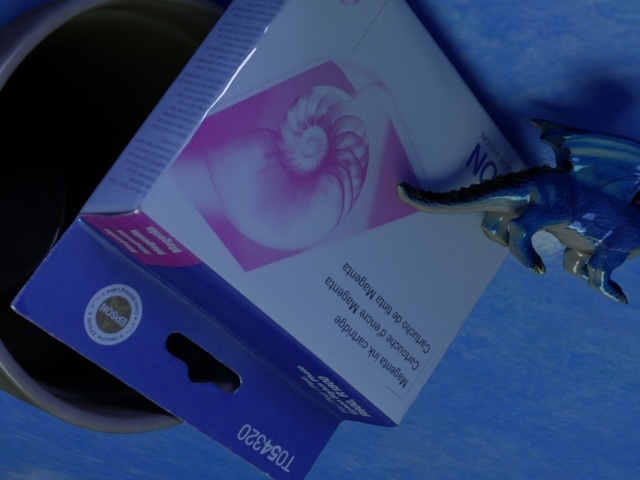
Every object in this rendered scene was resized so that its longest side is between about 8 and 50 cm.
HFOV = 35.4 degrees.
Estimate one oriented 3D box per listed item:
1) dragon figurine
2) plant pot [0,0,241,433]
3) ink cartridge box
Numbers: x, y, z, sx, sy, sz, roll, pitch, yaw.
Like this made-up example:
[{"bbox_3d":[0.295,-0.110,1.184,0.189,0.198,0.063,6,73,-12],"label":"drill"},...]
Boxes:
[{"bbox_3d":[0.196,-0.045,0.763,0.289,0.144,0.085,20,-169,-14],"label":"dragon figurine"},{"bbox_3d":[-0.212,-0.028,0.811,0.280,0.323,0.323,4,151,42],"label":"plant pot"},{"bbox_3d":[0.000,0.000,0.740,0.071,0.330,0.324,20,163,47],"label":"ink cartridge box"}]
